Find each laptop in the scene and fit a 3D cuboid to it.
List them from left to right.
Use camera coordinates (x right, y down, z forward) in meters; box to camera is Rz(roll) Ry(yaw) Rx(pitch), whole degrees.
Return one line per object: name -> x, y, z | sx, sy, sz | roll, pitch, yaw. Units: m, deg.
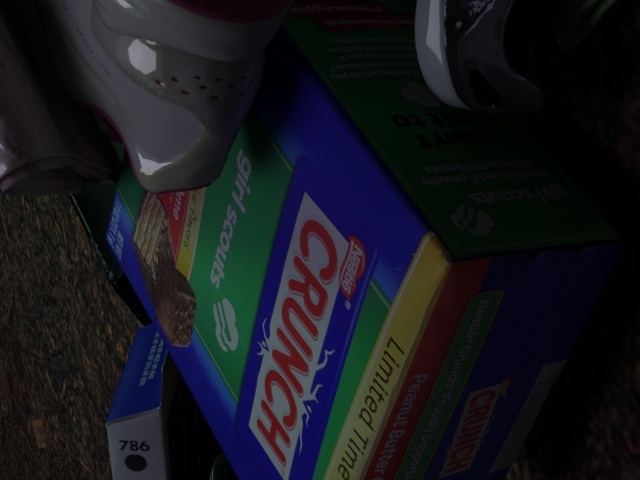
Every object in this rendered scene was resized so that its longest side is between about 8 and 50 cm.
laptop -> -0.191, -0.055, 1.392 | 0.234, 0.137, 0.264 | 60, 177, 30

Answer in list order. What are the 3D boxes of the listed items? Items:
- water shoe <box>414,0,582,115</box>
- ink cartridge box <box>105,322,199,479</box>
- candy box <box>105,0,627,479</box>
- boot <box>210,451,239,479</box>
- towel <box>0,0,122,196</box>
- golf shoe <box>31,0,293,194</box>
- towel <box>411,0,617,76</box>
water shoe -> 0.087, -0.157, 0.612 | 0.080, 0.073, 0.203 | 15, 124, 39
ink cartridge box -> -0.165, 0.215, 1.352 | 0.165, 0.065, 0.332 | -82, -6, -60
candy box -> 0.000, 0.000, 0.776 | 0.317, 0.122, 0.268 | 54, 140, 37
boot -> -0.063, 0.331, 1.266 | 0.178, 0.085, 0.236 | 121, 135, -60
towel -> -0.227, -0.176, 0.804 | 0.331, 0.053, 0.317 | 62, 178, 0
golf shoe -> -0.128, -0.136, 0.738 | 0.306, 0.115, 0.140 | 46, 134, 47
towel -> 0.077, -0.191, 0.725 | 0.247, 0.038, 0.325 | 67, 156, 16
